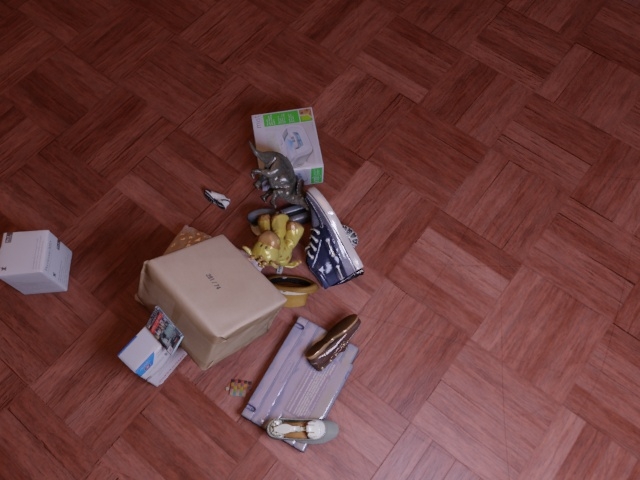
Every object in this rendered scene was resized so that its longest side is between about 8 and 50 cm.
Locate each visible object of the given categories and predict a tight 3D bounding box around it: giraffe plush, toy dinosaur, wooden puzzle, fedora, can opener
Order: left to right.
[{"bbox_3d":[-0.255,0.461,1.736,0.083,0.006,0.049,5,66,3],"label":"wooden puzzle"},{"bbox_3d":[-0.164,0.020,1.801,0.181,0.170,0.210,-2,95,22],"label":"giraffe plush"},{"bbox_3d":[-0.145,-0.217,1.882,0.160,0.121,0.314,-39,108,-15],"label":"toy dinosaur"},{"bbox_3d":[-0.114,-0.086,1.942,0.280,0.093,0.074,-15,65,-11],"label":"can opener"},{"bbox_3d":[-0.102,0.168,1.807,0.194,0.194,0.079,6,102,3],"label":"fedora"}]

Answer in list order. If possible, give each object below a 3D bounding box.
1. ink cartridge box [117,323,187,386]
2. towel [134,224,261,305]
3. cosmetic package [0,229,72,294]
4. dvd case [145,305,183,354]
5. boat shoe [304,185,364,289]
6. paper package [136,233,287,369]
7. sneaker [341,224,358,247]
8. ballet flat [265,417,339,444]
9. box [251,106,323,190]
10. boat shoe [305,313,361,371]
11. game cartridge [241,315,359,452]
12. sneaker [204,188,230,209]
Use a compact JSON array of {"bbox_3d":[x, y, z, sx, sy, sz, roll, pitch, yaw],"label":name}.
[{"bbox_3d":[-0.501,0.344,1.686,0.086,0.203,0.148,35,70,17],"label":"ink cartridge box"},{"bbox_3d":[-0.398,0.139,1.859,0.331,0.053,0.317,25,67,10],"label":"towel"},{"bbox_3d":[-0.935,0.074,1.824,0.151,0.184,0.151,-4,66,-1],"label":"cosmetic package"},{"bbox_3d":[-0.442,0.255,1.572,0.119,0.087,0.013,45,34,16],"label":"dvd case"},{"bbox_3d":[0.000,0.000,1.828,0.158,0.127,0.341,-30,92,-6],"label":"boat shoe"},{"bbox_3d":[-0.322,0.169,1.663,0.325,0.168,0.309,43,38,18],"label":"paper package"},{"bbox_3d":[0.057,-0.035,1.928,0.170,0.071,0.068,35,92,0],"label":"sneaker"},{"bbox_3d":[-0.053,0.547,1.599,0.213,0.068,0.072,0,65,1],"label":"ballet flat"},{"bbox_3d":[-0.122,-0.333,2.032,0.231,0.127,0.262,-8,67,-5],"label":"box"},{"bbox_3d":[0.048,0.314,1.710,0.207,0.073,0.073,-39,108,-12],"label":"boat shoe"},{"bbox_3d":[-0.055,0.439,1.717,0.230,0.068,0.355,29,69,9],"label":"game cartridge"},{"bbox_3d":[-0.373,-0.154,2.004,0.109,0.040,0.044,35,54,11],"label":"sneaker"}]
